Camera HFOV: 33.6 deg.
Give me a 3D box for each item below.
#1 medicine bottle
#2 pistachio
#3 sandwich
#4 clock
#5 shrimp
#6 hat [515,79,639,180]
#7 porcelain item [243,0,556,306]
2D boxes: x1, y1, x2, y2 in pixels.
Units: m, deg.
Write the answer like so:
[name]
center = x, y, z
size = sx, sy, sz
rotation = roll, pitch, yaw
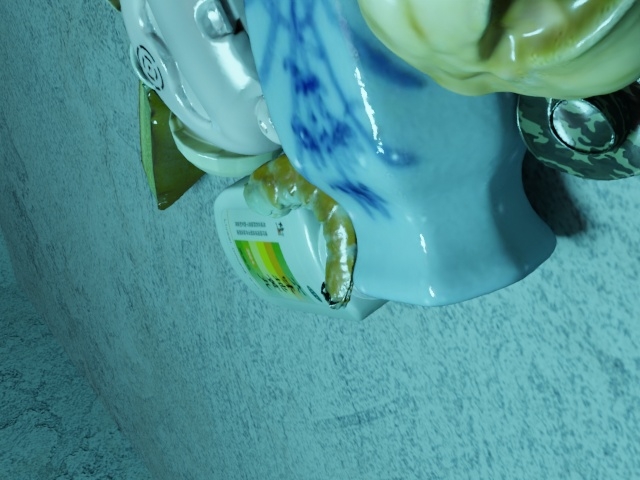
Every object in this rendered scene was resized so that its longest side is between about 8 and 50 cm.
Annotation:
[medicine bottle]
center = 0.000, 0.000, 1.221
size = 0.324, 0.124, 0.179
rotation = 3, 122, 61
[pistachio]
center = 0.142, -0.217, 0.645
size = 0.321, 0.229, 0.238
rotation = 113, 163, -48
[sandwich]
center = -0.214, -0.157, 1.533
size = 0.094, 0.096, 0.258
rotation = 60, 157, 27
[clock]
center = -0.109, -0.236, 1.159
size = 0.326, 0.184, 0.342
rotation = 0, 112, 66
[shrimp]
center = -0.015, -0.009, 1.075
size = 0.161, 0.049, 0.166
rotation = -13, 88, 48
[hat]
center = 0.203, -0.089, 0.793
size = 0.121, 0.050, 0.121
rotation = 10, 116, 21
[porcelain item]
center = 0.059, -0.154, 0.901
size = 0.242, 0.178, 0.405
rotation = 7, 120, 61
